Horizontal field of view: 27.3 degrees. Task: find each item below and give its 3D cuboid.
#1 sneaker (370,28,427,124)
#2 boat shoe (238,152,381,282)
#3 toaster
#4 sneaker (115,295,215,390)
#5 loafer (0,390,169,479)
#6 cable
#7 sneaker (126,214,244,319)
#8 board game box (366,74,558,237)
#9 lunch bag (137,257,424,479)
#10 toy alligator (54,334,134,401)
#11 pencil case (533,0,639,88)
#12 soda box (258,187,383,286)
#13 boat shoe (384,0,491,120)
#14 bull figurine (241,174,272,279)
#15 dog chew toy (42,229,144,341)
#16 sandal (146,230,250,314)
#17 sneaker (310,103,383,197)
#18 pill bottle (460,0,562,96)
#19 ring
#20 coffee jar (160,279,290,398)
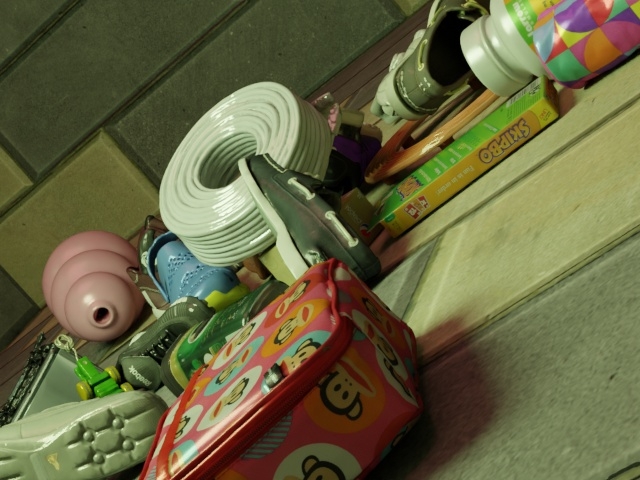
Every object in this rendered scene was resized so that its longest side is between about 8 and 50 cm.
[{"bbox_3d":[0.157,-0.259,2.160,0.118,0.110,0.292,-51,3,-12],"label":"sneaker"},{"bbox_3d":[-0.013,-0.023,1.530,0.091,0.114,0.302,-32,41,1],"label":"boat shoe"},{"bbox_3d":[-0.390,0.233,1.906,0.186,0.110,0.168,-64,17,-15],"label":"toaster"},{"bbox_3d":[-0.218,0.154,1.803,0.234,0.078,0.106,-36,13,49],"label":"sneaker"},{"bbox_3d":[-0.321,0.255,1.521,0.319,0.112,0.111,-17,-1,4],"label":"loafer"},{"bbox_3d":[-0.102,-0.091,1.766,0.257,0.089,0.257,-19,46,32],"label":"cable"},{"bbox_3d":[-0.206,-0.004,2.191,0.281,0.162,0.106,-41,9,1],"label":"sneaker"},{"bbox_3d":[0.165,-0.093,1.538,0.259,0.039,0.124,-35,10,19],"label":"board game box"},{"bbox_3d":[-0.045,0.150,1.043,0.258,0.120,0.293,-43,8,9],"label":"lunch bag"},{"bbox_3d":[-0.306,0.200,1.803,0.056,0.189,0.051,-27,-42,-28],"label":"toy alligator"},{"bbox_3d":[0.339,-0.261,1.425,0.236,0.104,0.104,-36,11,33],"label":"pencil case"},{"bbox_3d":[0.000,0.000,1.676,0.181,0.061,0.058,-30,15,50],"label":"soda box"},{"bbox_3d":[0.201,-0.293,1.916,0.091,0.109,0.305,-28,22,52],"label":"boat shoe"},{"bbox_3d":[-0.066,-0.063,1.976,0.101,0.188,0.310,-1,25,4],"label":"bull figurine"},{"bbox_3d":[-0.425,0.100,2.522,0.206,0.206,0.332,-41,17,-2],"label":"dog chew toy"},{"bbox_3d":[-0.194,0.060,1.950,0.126,0.138,0.317,-40,11,-8],"label":"sandal"},{"bbox_3d":[0.024,-0.110,1.957,0.293,0.102,0.146,21,-104,-78],"label":"sneaker"},{"bbox_3d":[0.291,-0.279,1.577,0.245,0.136,0.136,-35,11,32],"label":"pill bottle"},{"bbox_3d":[0.197,-0.185,1.847,0.336,0.032,0.336,-39,10,8],"label":"ring"},{"bbox_3d":[-0.098,0.118,1.471,0.184,0.079,0.096,-30,16,44],"label":"coffee jar"}]
